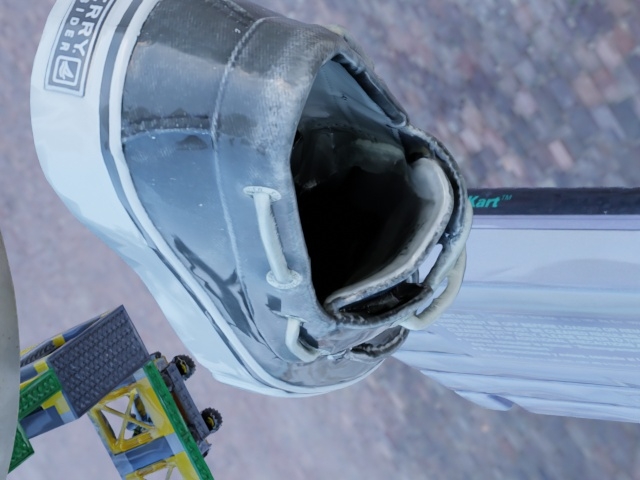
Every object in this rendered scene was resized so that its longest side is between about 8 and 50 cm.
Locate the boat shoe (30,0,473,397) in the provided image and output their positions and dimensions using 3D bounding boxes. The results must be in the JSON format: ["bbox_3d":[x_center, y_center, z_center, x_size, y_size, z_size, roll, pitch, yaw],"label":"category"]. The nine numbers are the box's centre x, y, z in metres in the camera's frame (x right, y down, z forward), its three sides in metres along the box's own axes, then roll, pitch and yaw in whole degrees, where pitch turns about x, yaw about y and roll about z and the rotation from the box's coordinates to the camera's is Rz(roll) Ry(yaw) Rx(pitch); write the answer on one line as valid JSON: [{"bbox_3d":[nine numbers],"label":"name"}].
[{"bbox_3d":[0.000,0.000,0.446,0.070,0.077,0.219,14,168,20],"label":"boat shoe"}]

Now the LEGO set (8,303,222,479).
[{"bbox_3d":[-0.188,0.178,0.891,0.255,0.192,0.331,60,-156,-12],"label":"LEGO set"}]

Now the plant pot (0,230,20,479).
[{"bbox_3d":[-0.285,0.046,0.545,0.257,0.274,0.256,3,96,33],"label":"plant pot"}]

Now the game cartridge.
[{"bbox_3d":[0.166,0.039,0.866,0.355,0.068,0.230,1,154,42],"label":"game cartridge"}]
